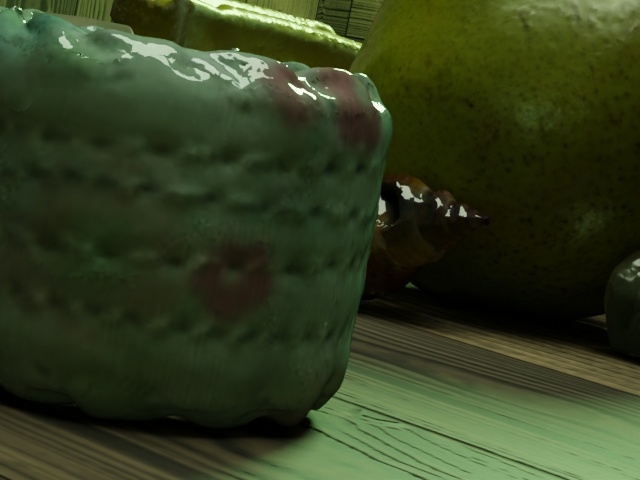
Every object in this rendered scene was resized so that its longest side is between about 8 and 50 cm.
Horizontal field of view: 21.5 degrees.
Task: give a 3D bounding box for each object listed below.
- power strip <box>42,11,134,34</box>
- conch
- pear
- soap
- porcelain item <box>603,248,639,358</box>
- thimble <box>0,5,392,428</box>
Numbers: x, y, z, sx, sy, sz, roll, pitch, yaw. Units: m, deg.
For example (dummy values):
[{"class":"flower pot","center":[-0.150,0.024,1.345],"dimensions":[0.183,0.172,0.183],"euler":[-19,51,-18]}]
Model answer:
[{"class":"power strip","center":[-0.186,-0.091,1.253],"dimensions":[0.078,0.154,0.154],"euler":[8,6,-17]},{"class":"conch","center":[0.000,0.003,1.091],"dimensions":[0.232,0.080,0.086],"euler":[-7,-33,15]},{"class":"pear","center":[0.160,-0.086,1.189],"dimensions":[0.294,0.294,0.294],"euler":[11,5,-1]},{"class":"soap","center":[-0.075,-0.115,1.515],"dimensions":[0.091,0.199,0.315],"euler":[23,9,34]},{"class":"porcelain item","center":[0.276,0.061,1.028],"dimensions":[0.081,0.069,0.215],"euler":[-21,25,-30]},{"class":"thimble","center":[-0.074,-0.015,0.704],"dimensions":[0.185,0.149,0.211],"euler":[7,7,-21]}]
